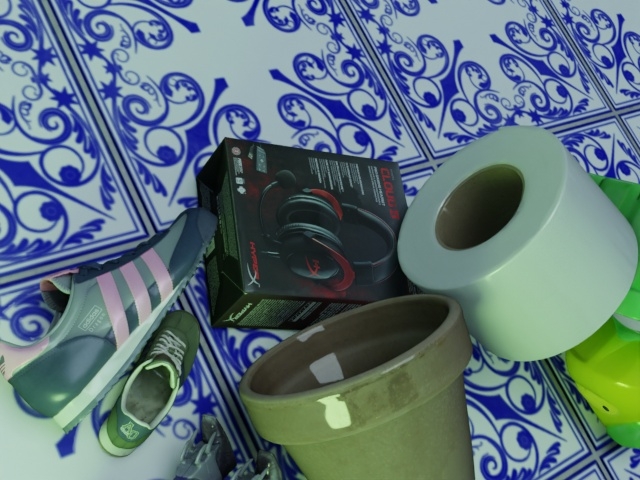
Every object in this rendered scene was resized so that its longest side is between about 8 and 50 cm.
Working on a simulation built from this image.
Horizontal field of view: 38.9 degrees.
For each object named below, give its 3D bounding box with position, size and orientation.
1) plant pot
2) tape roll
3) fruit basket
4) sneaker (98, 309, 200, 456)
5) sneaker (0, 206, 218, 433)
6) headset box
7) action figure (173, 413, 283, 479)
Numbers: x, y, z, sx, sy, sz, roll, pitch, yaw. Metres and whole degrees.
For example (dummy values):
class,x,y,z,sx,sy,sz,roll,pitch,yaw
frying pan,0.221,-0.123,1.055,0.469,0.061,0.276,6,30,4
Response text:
class,x,y,z,sx,sy,sz,roll,pitch,yaw
plant pot,0.070,0.212,1.005,0.263,0.263,0.229,-29,101,-38
tape roll,0.240,0.004,1.119,0.169,0.246,0.246,42,48,-29
fruit basket,0.415,0.105,1.270,0.282,0.392,0.392,14,58,-24
sneaker,-0.175,0.147,1.007,0.064,0.086,0.192,34,52,-10
sneaker,-0.232,0.051,1.012,0.131,0.112,0.319,39,50,-10
headset box,0.000,0.000,1.179,0.293,0.110,0.218,6,61,-28
action figure,-0.155,0.305,0.903,0.185,0.099,0.285,16,34,23
